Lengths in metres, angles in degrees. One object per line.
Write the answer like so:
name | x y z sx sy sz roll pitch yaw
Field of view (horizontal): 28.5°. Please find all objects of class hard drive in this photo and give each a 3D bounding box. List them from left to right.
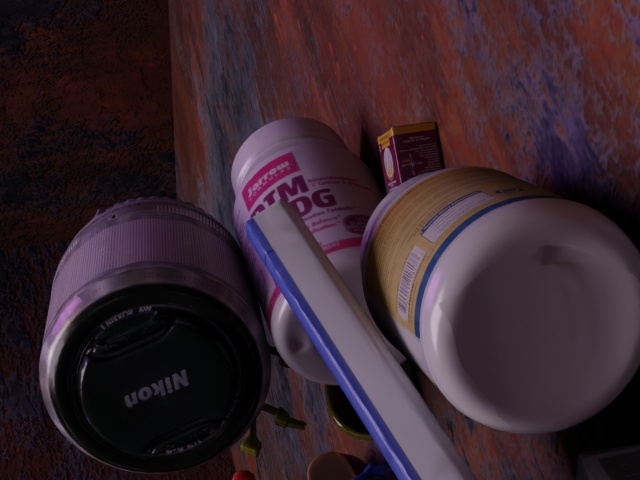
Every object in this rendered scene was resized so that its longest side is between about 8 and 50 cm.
hard drive | 0.066 0.139 0.846 0.318 0.040 0.210 56 179 31

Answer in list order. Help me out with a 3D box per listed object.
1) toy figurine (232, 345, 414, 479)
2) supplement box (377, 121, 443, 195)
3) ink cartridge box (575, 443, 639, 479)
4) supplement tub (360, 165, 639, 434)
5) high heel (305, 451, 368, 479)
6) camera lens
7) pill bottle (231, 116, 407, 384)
toy figurine | 0.024 0.300 1.324 0.217 0.191 0.362 70 -163 -55
supplement box | 0.083 -0.060 1.132 0.055 0.043 0.083 154 107 -76
ink cartridge box | 0.216 0.293 0.722 0.275 0.060 0.238 -116 22 -55
supplement tub | 0.110 0.029 0.819 0.200 0.144 0.144 -138 40 -72
high heel | 0.064 0.436 1.502 0.181 0.127 0.377 65 -166 -73
camera lens | -0.169 0.090 1.289 0.274 0.220 0.219 -110 15 -68
pill bottle | 0.000 0.000 1.286 0.283 0.160 0.160 -114 19 -52
